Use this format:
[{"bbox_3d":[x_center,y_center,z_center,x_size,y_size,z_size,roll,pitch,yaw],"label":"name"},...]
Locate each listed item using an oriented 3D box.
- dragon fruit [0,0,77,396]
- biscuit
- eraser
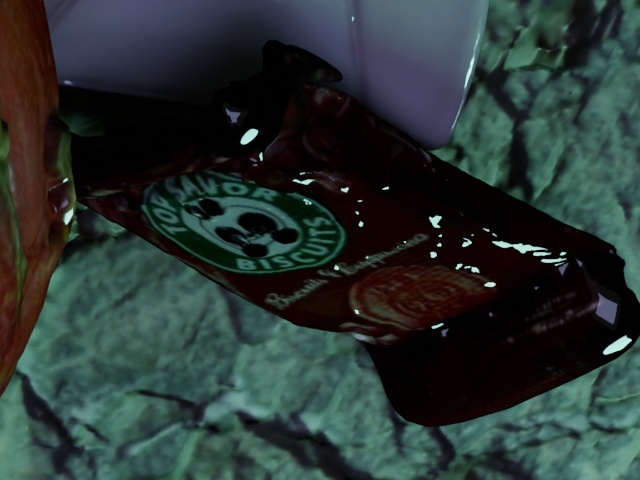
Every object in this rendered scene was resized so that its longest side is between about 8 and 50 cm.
[{"bbox_3d":[-0.207,-0.026,0.428,0.277,0.342,0.277,18,151,11],"label":"dragon fruit"},{"bbox_3d":[0.005,-0.001,0.606,0.235,0.063,0.151,27,146,-33],"label":"biscuit"},{"bbox_3d":[-0.020,-0.148,0.537,0.204,0.059,0.243,9,123,-16],"label":"eraser"}]
